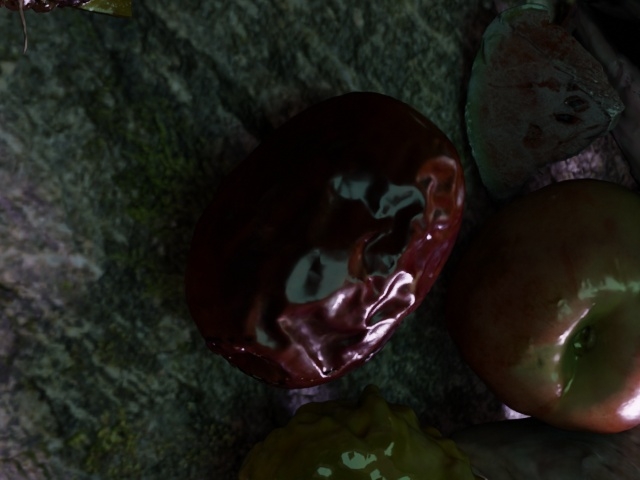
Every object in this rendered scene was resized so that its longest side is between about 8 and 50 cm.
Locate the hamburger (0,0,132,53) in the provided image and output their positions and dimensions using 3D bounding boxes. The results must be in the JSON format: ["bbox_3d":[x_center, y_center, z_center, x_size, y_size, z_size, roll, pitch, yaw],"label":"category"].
[{"bbox_3d":[-0.180,-0.249,0.707,0.243,0.138,0.262,2,105,-35],"label":"hamburger"}]

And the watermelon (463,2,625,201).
[{"bbox_3d":[0.208,-0.121,1.028,0.071,0.139,0.187,-40,137,-46],"label":"watermelon"}]

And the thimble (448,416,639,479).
[{"bbox_3d":[0.225,0.311,1.087,0.195,0.291,0.292,1,107,-40],"label":"thimble"}]

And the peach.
[{"bbox_3d":[0.238,0.049,1.061,0.232,0.257,0.232,2,112,5],"label":"peach"}]

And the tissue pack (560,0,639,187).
[{"bbox_3d":[0.407,-0.144,1.083,0.332,0.245,0.123,-9,144,-30],"label":"tissue pack"}]

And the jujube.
[{"bbox_3d":[0.000,0.000,0.909,0.243,0.183,0.183,-53,128,-15],"label":"jujube"}]

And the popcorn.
[{"bbox_3d":[0.037,0.260,1.007,0.233,0.192,0.266,-32,105,-3],"label":"popcorn"}]
